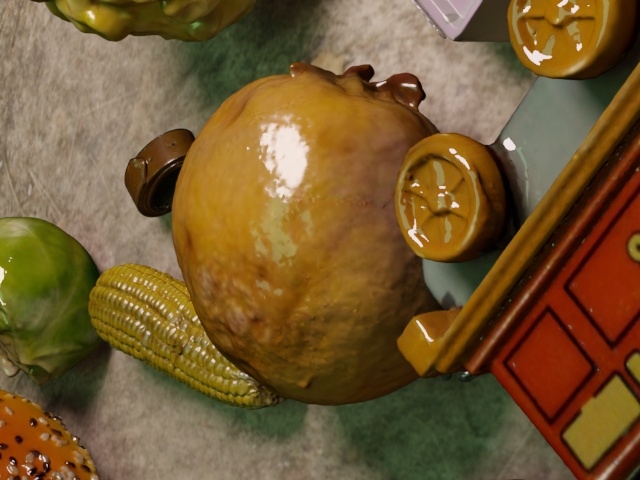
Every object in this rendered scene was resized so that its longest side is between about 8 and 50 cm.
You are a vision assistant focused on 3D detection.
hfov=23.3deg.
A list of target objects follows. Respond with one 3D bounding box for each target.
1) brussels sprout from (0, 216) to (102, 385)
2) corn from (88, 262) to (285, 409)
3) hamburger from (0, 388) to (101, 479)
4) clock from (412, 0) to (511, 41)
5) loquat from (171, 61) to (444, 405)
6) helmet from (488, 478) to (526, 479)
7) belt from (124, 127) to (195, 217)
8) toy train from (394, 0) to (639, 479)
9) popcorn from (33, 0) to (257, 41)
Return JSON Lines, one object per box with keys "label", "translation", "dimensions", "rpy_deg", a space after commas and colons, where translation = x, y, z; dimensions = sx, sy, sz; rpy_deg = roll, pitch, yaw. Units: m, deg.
{"label": "brussels sprout", "translation": [-0.265, 0.046, 1.421], "dimensions": [0.149, 0.122, 0.152], "rpy_deg": [33, 152, 48]}
{"label": "corn", "translation": [-0.109, 0.077, 1.273], "dimensions": [0.231, 0.080, 0.080], "rpy_deg": [22, 109, 47]}
{"label": "hamburger", "translation": [-0.326, 0.259, 1.383], "dimensions": [0.300, 0.300, 0.176], "rpy_deg": [55, 147, 31]}
{"label": "clock", "translation": [0.116, -0.240, 0.997], "dimensions": [0.147, 0.071, 0.192], "rpy_deg": [55, 130, 31]}
{"label": "loquat", "translation": [0.000, 0.000, 1.053], "dimensions": [0.238, 0.193, 0.238], "rpy_deg": [-1, 89, 62]}
{"label": "helmet", "translation": [0.063, 0.326, 0.903], "dimensions": [0.385, 0.230, 0.337], "rpy_deg": [-42, 68, 15]}
{"label": "belt", "translation": [-0.131, -0.055, 1.301], "dimensions": [0.083, 0.059, 0.036], "rpy_deg": [-52, 56, 36]}
{"label": "toy train", "translation": [0.183, -0.013, 0.872], "dimensions": [0.232, 0.163, 0.369], "rpy_deg": [53, 130, 27]}
{"label": "popcorn", "translation": [-0.124, -0.253, 1.168], "dimensions": [0.192, 0.233, 0.266], "rpy_deg": [94, -176, -47]}
